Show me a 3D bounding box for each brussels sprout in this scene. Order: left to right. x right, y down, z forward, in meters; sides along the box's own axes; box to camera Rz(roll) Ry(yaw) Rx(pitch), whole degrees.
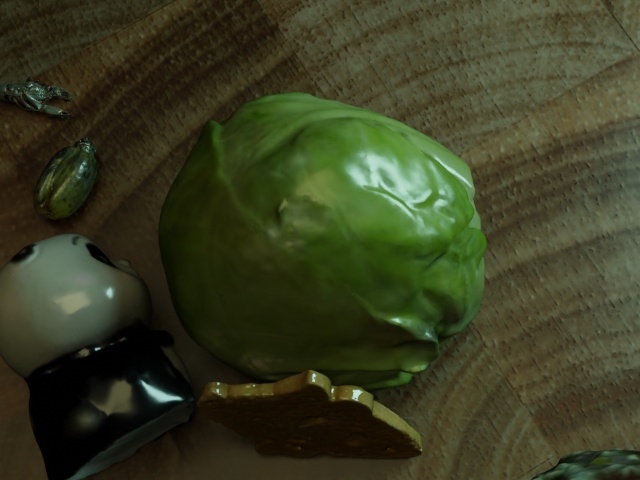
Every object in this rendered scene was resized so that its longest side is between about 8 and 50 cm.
[{"bbox_3d":[0.000,0.000,1.272,0.328,0.328,0.247,-7,48,0],"label":"brussels sprout"}]

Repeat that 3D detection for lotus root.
[{"bbox_3d":[-0.276,-0.067,1.414,0.054,0.049,0.099,24,77,17],"label":"lotus root"}]

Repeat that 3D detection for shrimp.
[{"bbox_3d":[-0.319,-0.164,1.457,0.092,0.029,0.038,20,67,2],"label":"shrimp"}]

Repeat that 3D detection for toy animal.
[{"bbox_3d":[-0.233,0.106,1.290,0.165,0.187,0.235,-22,77,-15],"label":"toy animal"}]

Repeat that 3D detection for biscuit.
[{"bbox_3d":[-0.005,0.178,1.289,0.250,0.162,0.035,19,55,-23],"label":"biscuit"}]

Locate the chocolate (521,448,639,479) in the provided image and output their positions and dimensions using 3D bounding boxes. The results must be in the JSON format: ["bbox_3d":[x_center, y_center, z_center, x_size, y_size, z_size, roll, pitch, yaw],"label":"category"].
[{"bbox_3d":[0.243,0.322,1.204,0.340,0.210,0.225,-25,77,-5],"label":"chocolate"}]
